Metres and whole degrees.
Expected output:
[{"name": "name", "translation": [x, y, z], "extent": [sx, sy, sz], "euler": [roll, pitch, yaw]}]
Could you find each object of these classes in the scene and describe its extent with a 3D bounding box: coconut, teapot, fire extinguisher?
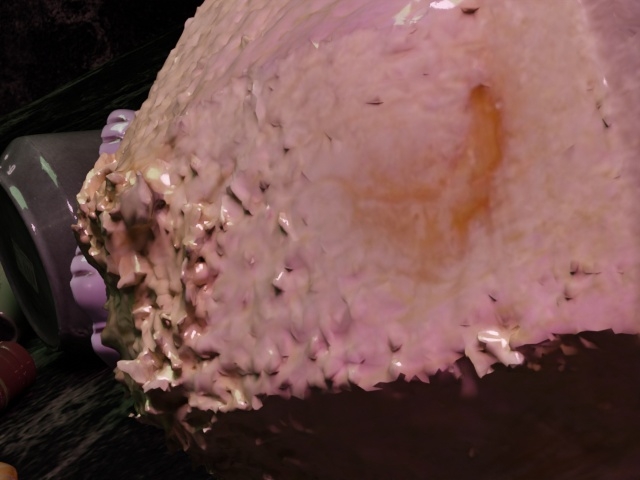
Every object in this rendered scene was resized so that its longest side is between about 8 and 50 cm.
[{"name": "coconut", "translation": [0.093, -0.006, 0.619], "extent": [0.309, 0.297, 0.297], "euler": [-19, 14, 40]}, {"name": "teapot", "translation": [-0.113, -0.014, 1.293], "extent": [0.225, 0.171, 0.203], "euler": [-22, 44, -20]}, {"name": "fire extinguisher", "translation": [-0.264, 0.128, 1.225], "extent": [0.078, 0.045, 0.157], "euler": [-49, -2, 37]}]

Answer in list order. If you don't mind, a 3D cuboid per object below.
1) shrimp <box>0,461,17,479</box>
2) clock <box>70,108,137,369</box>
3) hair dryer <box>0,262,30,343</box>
[{"name": "shrimp", "translation": [-0.232, 0.166, 1.068], "extent": [0.108, 0.023, 0.059], "euler": [-33, 25, -29]}, {"name": "clock", "translation": [-0.004, -0.001, 1.054], "extent": [0.254, 0.189, 0.189], "euler": [-6, 22, 32]}, {"name": "hair dryer", "translation": [-0.202, 0.024, 1.483], "extent": [0.224, 0.088, 0.219], "euler": [4, 34, 31]}]
